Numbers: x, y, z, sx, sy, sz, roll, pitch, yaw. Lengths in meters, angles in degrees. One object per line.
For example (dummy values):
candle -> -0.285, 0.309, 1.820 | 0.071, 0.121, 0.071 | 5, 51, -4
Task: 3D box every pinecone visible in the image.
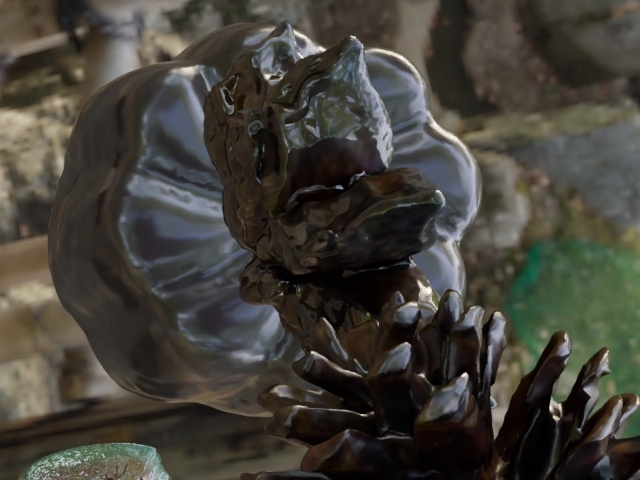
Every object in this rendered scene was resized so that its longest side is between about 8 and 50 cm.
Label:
pinecone -> 0.060, 0.113, 0.835 | 0.208, 0.208, 0.207 | 37, 47, -55

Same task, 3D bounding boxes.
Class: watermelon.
watermelon -> -0.218, 0.234, 1.817 | 0.101, 0.155, 0.080 | 118, -12, -52

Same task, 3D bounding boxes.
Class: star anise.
star anise -> 0.000, 0.000, 0.994 | 0.236, 0.109, 0.223 | -147, -143, -68

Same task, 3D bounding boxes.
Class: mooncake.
mooncake -> -0.038, -0.018, 1.310 | 0.306, 0.154, 0.306 | 3, 80, -19
